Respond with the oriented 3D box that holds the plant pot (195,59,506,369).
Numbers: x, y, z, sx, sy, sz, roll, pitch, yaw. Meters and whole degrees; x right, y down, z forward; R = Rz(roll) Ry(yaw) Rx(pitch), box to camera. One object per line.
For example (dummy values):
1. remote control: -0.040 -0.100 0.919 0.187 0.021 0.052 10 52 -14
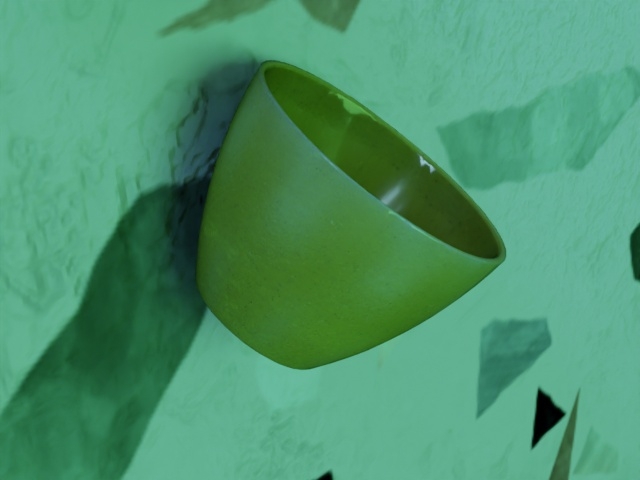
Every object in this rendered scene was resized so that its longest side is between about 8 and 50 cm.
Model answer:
1. plant pot: 0.000 0.000 0.643 0.134 0.134 0.095 17 117 -51
